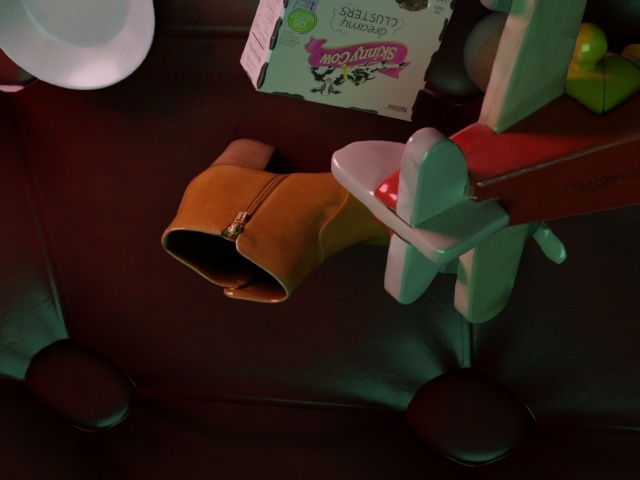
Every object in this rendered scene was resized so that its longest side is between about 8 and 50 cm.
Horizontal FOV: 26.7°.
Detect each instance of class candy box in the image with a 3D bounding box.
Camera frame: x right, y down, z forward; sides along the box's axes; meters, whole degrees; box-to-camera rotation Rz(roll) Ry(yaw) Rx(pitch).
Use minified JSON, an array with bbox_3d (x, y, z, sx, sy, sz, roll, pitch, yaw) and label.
[{"bbox_3d":[0.035,-0.223,1.249,0.165,0.070,0.196,8,117,-23],"label":"candy box"}]

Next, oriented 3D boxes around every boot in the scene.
[{"bbox_3d":[-0.001,-0.001,1.385,0.295,0.211,0.104,16,127,4],"label":"boot"}]

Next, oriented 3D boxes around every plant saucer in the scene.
[{"bbox_3d":[-0.258,-0.249,1.394,0.195,0.037,0.195,8,125,11],"label":"plant saucer"}]

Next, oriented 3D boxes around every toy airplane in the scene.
[{"bbox_3d":[0.186,-0.104,1.230,0.386,0.272,0.384,-41,138,20],"label":"toy airplane"}]
